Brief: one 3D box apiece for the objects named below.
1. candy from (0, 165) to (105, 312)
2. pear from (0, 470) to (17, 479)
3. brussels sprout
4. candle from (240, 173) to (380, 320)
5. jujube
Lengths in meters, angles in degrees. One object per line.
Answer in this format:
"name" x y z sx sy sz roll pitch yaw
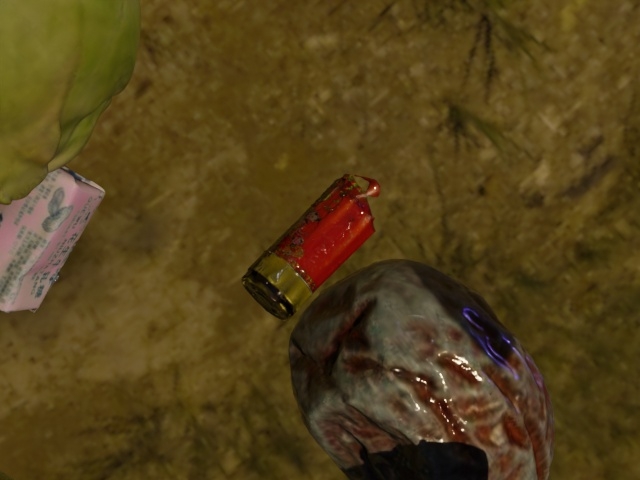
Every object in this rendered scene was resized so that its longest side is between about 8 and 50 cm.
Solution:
"candy" -0.296 -0.007 1.261 0.160 0.073 0.092 -58 168 5
"pear" -0.263 0.330 0.958 0.292 0.159 0.292 -4 96 -36
"brussels sprout" -0.292 -0.187 0.985 0.328 0.247 0.328 -27 150 -17
"candle" 0.000 0.000 0.932 0.131 0.052 0.052 -47 157 -14
"jujube" 0.107 0.157 1.278 0.215 0.246 0.308 -54 131 -31
